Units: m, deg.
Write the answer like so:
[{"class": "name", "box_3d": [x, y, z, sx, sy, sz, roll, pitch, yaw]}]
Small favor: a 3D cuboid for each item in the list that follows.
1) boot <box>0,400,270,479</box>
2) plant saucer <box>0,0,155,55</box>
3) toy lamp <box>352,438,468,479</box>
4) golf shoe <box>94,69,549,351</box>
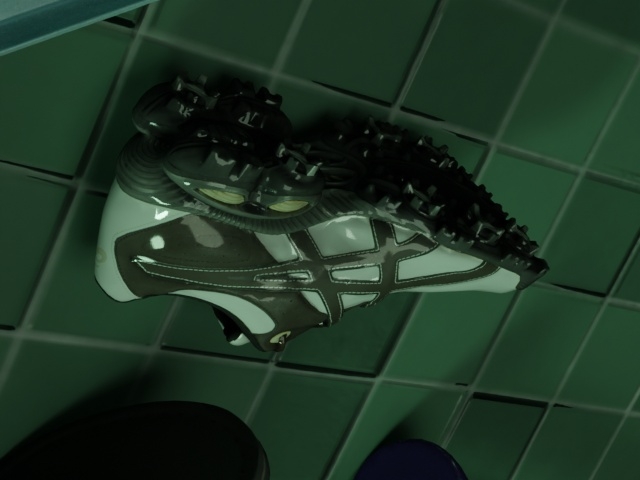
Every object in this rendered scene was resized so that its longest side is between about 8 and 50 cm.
[{"class": "boot", "box_3d": [-0.088, 0.200, 0.633, 0.263, 0.091, 0.229, -37, 134, 4]}, {"class": "plant saucer", "box_3d": [-0.102, -0.096, 0.474, 0.192, 0.018, 0.067, -23, 129, -20]}, {"class": "toy lamp", "box_3d": [0.124, 0.176, 0.767, 0.275, 0.080, 0.080, 31, 98, -44]}, {"class": "golf shoe", "box_3d": [0.000, 0.000, 0.578, 0.198, 0.077, 0.094, 15, 119, -33]}]
